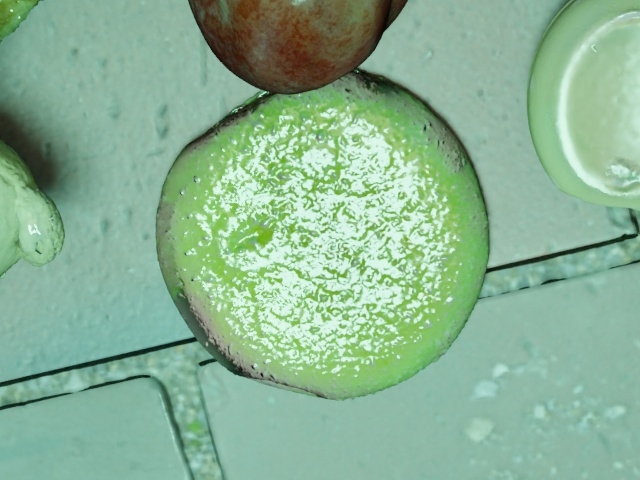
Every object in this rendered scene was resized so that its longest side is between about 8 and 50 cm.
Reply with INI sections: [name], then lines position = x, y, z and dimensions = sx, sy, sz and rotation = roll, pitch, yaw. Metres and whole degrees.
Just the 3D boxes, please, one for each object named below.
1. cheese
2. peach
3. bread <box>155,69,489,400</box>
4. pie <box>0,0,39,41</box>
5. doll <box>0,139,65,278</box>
[cheese]
position = 0.203, -0.132, 1.164
dimensions = 0.137, 0.064, 0.227
rotation = 4, 101, 2
[peach]
position = -0.012, -0.158, 1.136
dimensions = 0.152, 0.152, 0.152
rotation = 1, 102, 4
[bread]
position = 0.000, 0.000, 1.222
dimensions = 0.228, 0.033, 0.228
rotation = 1, 103, 5
[pie]
position = -0.252, -0.219, 1.155
dimensions = 0.201, 0.090, 0.248
rotation = 39, 115, -20
[doll]
position = -0.291, -0.073, 1.137
dimensions = 0.149, 0.175, 0.278
rotation = -42, 111, -32
